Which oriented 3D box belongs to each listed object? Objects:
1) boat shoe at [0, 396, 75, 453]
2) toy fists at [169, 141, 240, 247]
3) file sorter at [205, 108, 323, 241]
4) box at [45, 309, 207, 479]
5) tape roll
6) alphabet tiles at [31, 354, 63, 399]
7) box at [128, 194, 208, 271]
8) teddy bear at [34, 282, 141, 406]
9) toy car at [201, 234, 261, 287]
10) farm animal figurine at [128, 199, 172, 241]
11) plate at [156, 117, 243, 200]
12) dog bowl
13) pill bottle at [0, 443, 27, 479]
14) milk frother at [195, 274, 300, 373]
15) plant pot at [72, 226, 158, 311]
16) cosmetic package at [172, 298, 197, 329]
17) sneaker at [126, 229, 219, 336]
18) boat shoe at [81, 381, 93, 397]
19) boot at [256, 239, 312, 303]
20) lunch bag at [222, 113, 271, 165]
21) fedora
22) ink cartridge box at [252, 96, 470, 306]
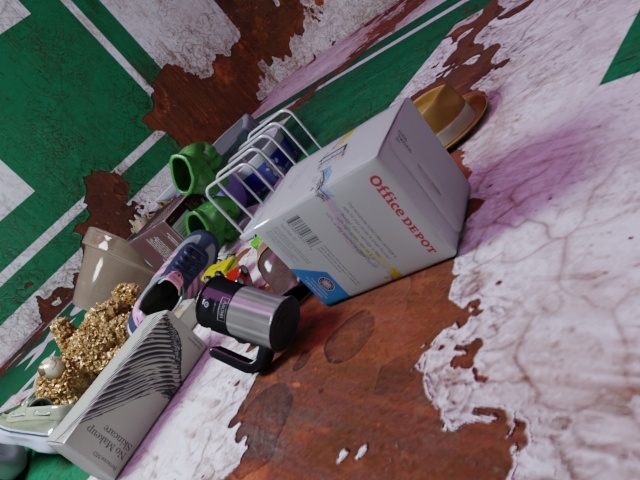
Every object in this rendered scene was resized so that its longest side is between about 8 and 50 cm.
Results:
[{"bbox_3d":[-0.582,0.374,1.158,0.302,0.109,0.094,-7,75,37],"label":"boat shoe"},{"bbox_3d":[-0.286,-0.116,1.448,0.096,0.279,0.142,-4,18,31],"label":"toy fists"},{"bbox_3d":[-0.134,-0.171,1.412,0.193,0.173,0.277,-26,25,38],"label":"file sorter"},{"bbox_3d":[-0.326,0.260,0.969,0.094,0.113,0.275,-19,31,45],"label":"box"},{"bbox_3d":[-0.313,-0.120,1.615,0.189,0.189,0.080,-24,27,41],"label":"tape roll"},{"bbox_3d":[-0.754,0.347,1.737,0.285,0.011,0.342,-27,25,37],"label":"alphabet tiles"},{"bbox_3d":[-0.387,-0.016,1.566,0.203,0.168,0.167,-23,28,42],"label":"box"},{"bbox_3d":[-0.519,0.232,1.287,0.338,0.113,0.245,-33,60,-16],"label":"teddy bear"},{"bbox_3d":[-0.140,0.037,1.167,0.225,0.053,0.239,-45,21,-10],"label":"toy car"},{"bbox_3d":[-0.590,-0.053,2.018,0.330,0.172,0.327,-47,20,-14],"label":"farm animal figurine"},{"bbox_3d":[-0.370,-0.247,1.769,0.277,0.045,0.278,-33,18,38],"label":"plate"},{"bbox_3d":[-0.201,-0.228,1.748,0.265,0.104,0.265,-36,22,16],"label":"dog bowl"},{"bbox_3d":[-0.814,0.544,1.175,0.334,0.188,0.188,-47,20,-12],"label":"pill bottle"},{"bbox_3d":[-0.095,0.122,0.858,0.135,0.129,0.143,14,18,26],"label":"milk frother"},{"bbox_3d":[-0.616,0.114,1.666,0.263,0.263,0.229,-2,61,61],"label":"plant pot"},{"bbox_3d":[-0.301,0.180,1.185,0.060,0.041,0.115,-15,33,50],"label":"cosmetic package"},{"bbox_3d":[-0.319,0.088,1.278,0.319,0.112,0.131,-64,9,-32],"label":"sneaker"},{"bbox_3d":[-0.567,0.325,1.344,0.081,0.068,0.227,-13,34,53],"label":"boat shoe"},{"bbox_3d":[0.000,0.000,0.979,0.248,0.090,0.207,-39,32,4],"label":"boot"},{"bbox_3d":[-0.288,-0.292,1.982,0.262,0.160,0.223,-49,21,20],"label":"lunch bag"},{"bbox_3d":[0.205,-0.220,1.014,0.194,0.079,0.194,-36,21,16],"label":"fedora"},{"bbox_3d":[0.063,-0.049,0.789,0.233,0.171,0.168,-25,26,37],"label":"ink cartridge box"}]
